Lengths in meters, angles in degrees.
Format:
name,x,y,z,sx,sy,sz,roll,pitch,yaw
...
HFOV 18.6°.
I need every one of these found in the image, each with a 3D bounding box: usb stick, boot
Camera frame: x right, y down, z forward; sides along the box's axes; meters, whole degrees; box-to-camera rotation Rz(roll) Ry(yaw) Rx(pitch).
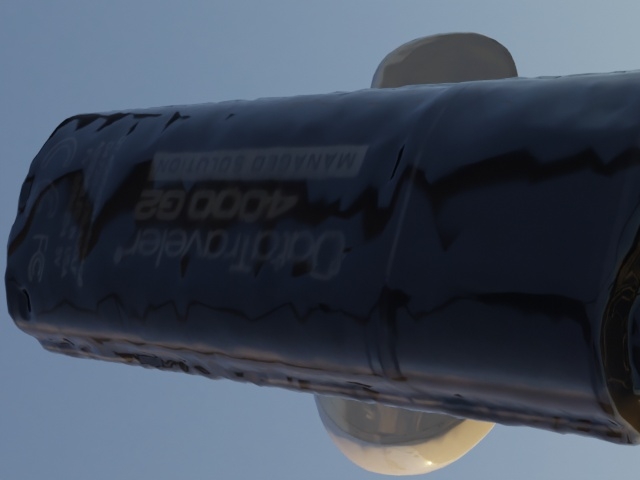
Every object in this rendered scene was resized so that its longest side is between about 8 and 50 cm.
name,x,y,z,sx,sy,sz,roll,pitch,yaw
usb stick,0.000,0.000,0.475,0.045,0.278,0.077,20,-100,-33
boot,0.056,0.030,0.836,0.258,0.095,0.123,-76,-20,-48
